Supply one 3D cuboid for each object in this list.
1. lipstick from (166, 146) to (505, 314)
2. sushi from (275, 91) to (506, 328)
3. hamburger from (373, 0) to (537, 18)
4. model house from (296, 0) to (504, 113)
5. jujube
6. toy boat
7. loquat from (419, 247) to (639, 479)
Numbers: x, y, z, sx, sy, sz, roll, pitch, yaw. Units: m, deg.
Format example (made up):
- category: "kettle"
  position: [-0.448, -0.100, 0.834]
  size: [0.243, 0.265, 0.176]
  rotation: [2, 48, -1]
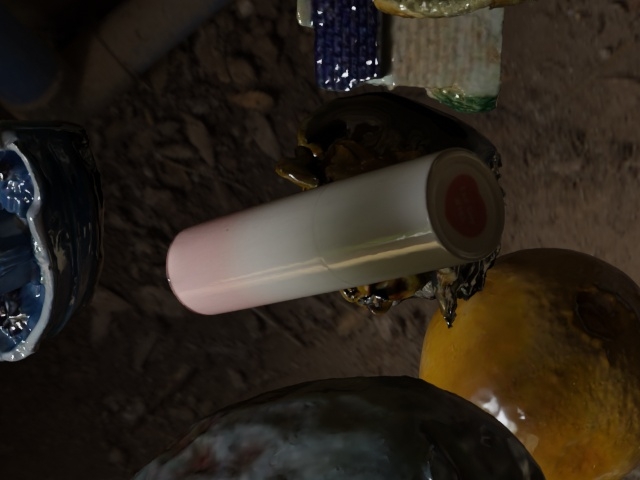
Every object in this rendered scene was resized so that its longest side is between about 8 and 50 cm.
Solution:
- category: "lipstick"
  position: [0.000, 0.000, 1.055]
  size: [0.327, 0.087, 0.087]
  rotation: [-14, 68, 48]
- category: "sushi"
  position: [0.074, -0.033, 1.314]
  size: [0.204, 0.213, 0.200]
  rotation: [10, 34, 19]
- category: "hamburger"
  position: [0.163, -0.340, 1.390]
  size: [0.283, 0.144, 0.259]
  rotation: [-9, 31, 43]
- category: "model house"
  position: [0.105, -0.314, 1.828]
  size: [0.284, 0.298, 0.243]
  rotation: [4, 102, -4]
- category: "jujube"
  position: [-0.011, 0.214, 0.748]
  size: [0.308, 0.215, 0.246]
  rotation: [-23, 70, 37]
- category: "toy boat"
  position: [-0.272, 0.007, 1.131]
  size: [0.142, 0.309, 0.129]
  rotation: [-28, 61, -33]
- category: "loquat"
  position: [0.281, 0.169, 1.627]
  size: [0.329, 0.328, 0.328]
  rotation: [-3, 75, 11]
